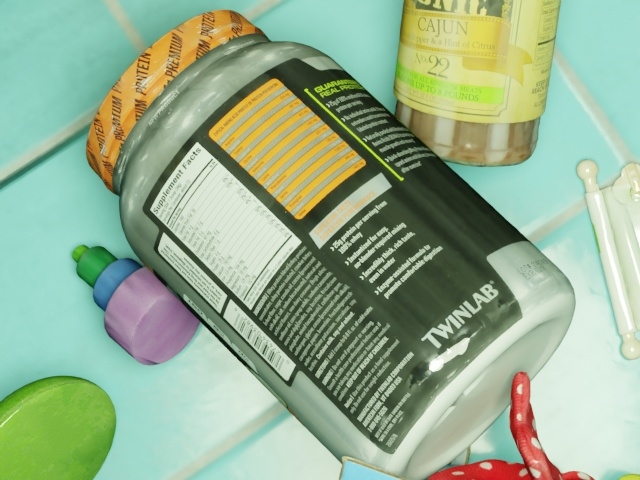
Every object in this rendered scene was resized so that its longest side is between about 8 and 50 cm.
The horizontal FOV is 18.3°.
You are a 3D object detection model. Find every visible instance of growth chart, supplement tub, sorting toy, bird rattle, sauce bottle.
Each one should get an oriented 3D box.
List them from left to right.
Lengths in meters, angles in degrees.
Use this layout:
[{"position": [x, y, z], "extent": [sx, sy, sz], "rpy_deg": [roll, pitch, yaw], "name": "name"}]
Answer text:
[{"position": [-0.246, 0.142, 1.411], "extent": [0.126, 0.127, 0.365], "rpy_deg": [37, 83, 34], "name": "sorting toy"}, {"position": [0.000, 0.000, 1.338], "extent": [0.193, 0.193, 0.316], "rpy_deg": [-44, 72, -3], "name": "supplement tub"}, {"position": [0.117, -0.225, 1.352], "extent": [0.111, 0.111, 0.344], "rpy_deg": [5, 109, 2], "name": "sauce bottle"}, {"position": [0.205, 0.199, 1.310], "extent": [0.143, 0.253, 0.207], "rpy_deg": [-45, 46, -8], "name": "bird rattle"}, {"position": [0.314, 0.011, 1.434], "extent": [0.237, 0.021, 0.172], "rpy_deg": [-8, 85, 0], "name": "growth chart"}]

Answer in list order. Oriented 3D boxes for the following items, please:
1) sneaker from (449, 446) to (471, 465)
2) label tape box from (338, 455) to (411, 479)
[{"position": [0.077, 0.100, 1.420], "extent": [0.067, 0.042, 0.118], "rpy_deg": [4, 87, -2], "name": "sneaker"}, {"position": [0.105, 0.318, 1.287], "extent": [0.241, 0.106, 0.333], "rpy_deg": [18, 105, 22], "name": "label tape box"}]
